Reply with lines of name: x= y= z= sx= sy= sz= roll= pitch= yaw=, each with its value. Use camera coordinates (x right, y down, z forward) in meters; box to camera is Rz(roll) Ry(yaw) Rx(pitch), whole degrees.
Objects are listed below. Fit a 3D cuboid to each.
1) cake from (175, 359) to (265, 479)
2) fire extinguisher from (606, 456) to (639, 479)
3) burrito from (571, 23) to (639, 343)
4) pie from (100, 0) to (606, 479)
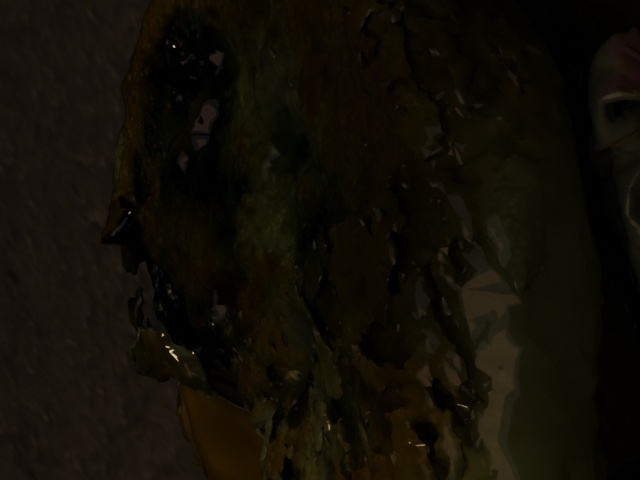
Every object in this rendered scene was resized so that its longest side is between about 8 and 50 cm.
cake: x=-0.015 y=0.118 z=0.787 sx=0.185 sy=0.080 sz=0.116 roll=31 pitch=130 yaw=21
fire extinguisher: x=0.029 y=0.257 z=0.657 sx=0.113 sy=0.200 sz=0.376 roll=41 pitch=118 yaw=-20
burrito: x=0.169 y=0.062 z=0.561 sx=0.066 sy=0.096 sz=0.309 roll=-9 pitch=108 yaw=56
pie: x=0.000 y=0.000 z=0.633 sx=0.371 sy=0.078 sz=0.296 roll=50 pitch=132 yaw=46
